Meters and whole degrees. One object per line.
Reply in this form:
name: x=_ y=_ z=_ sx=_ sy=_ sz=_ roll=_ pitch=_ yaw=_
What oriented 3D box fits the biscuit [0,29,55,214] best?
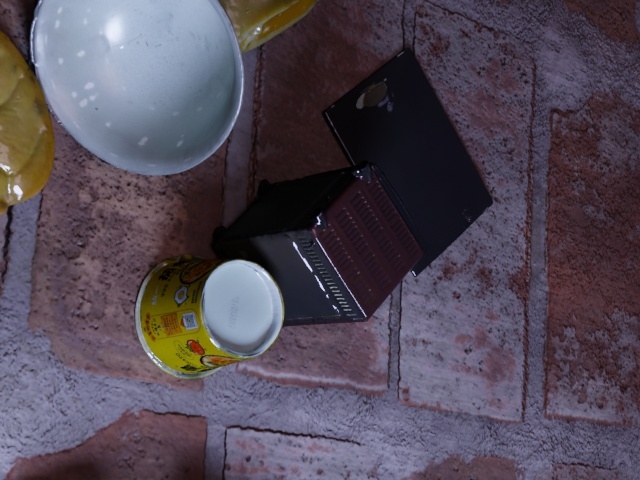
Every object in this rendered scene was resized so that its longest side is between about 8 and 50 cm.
biscuit: x=-0.438 y=-0.162 z=1.596 sx=0.203 sy=0.041 sz=0.260 roll=-1 pitch=85 yaw=-39

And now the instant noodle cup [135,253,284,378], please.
instant noodle cup: x=-0.146 y=0.101 z=1.719 sx=0.182 sy=0.144 sz=0.182 roll=8 pitch=78 yaw=-37

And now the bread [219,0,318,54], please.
bread: x=-0.139 y=-0.451 z=1.782 sx=0.300 sy=0.210 sz=0.341 roll=-34 pitch=103 yaw=-39

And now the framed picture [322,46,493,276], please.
framed picture: x=0.156 y=-0.137 z=2.087 sx=0.244 sy=0.013 sz=0.323 roll=-41 pitch=107 yaw=-36

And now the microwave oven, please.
microwave oven: x=0.000 y=0.002 z=1.792 sx=0.188 sy=0.247 sz=0.178 roll=-49 pitch=115 yaw=-32

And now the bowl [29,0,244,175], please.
bowl: x=-0.219 y=-0.259 z=1.657 sx=0.313 sy=0.313 sz=0.146 roll=61 pitch=31 yaw=-14
